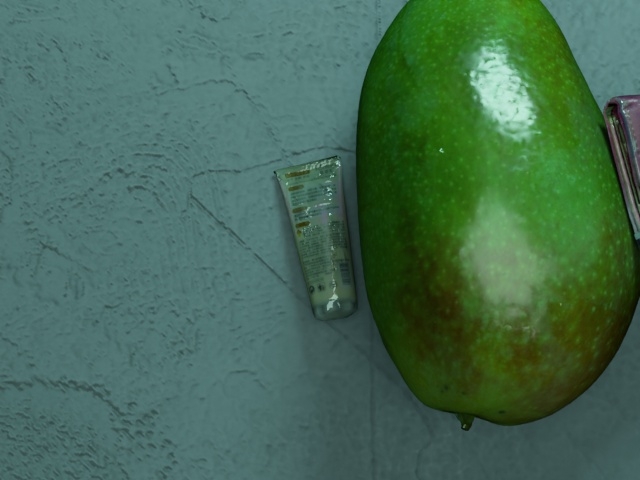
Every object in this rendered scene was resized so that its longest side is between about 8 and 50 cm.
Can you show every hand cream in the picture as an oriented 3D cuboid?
[{"bbox_3d":[0.000,0.000,1.095,0.061,0.039,0.143,-11,81,10],"label":"hand cream"}]

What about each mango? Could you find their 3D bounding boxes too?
[{"bbox_3d":[0.142,-0.041,1.007,0.225,0.201,0.382,-6,78,12],"label":"mango"}]

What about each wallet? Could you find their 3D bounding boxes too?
[{"bbox_3d":[0.317,-0.062,1.003,0.232,0.025,0.119,-7,79,-39],"label":"wallet"}]
